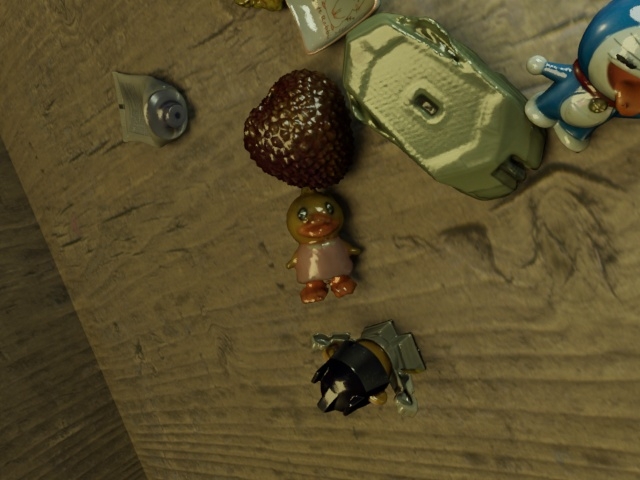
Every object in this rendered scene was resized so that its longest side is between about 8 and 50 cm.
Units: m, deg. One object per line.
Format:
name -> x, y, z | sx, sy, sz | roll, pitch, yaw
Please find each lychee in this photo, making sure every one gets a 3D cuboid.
lychee -> -0.034, -0.233, 1.195 | 0.271, 0.271, 0.271 | 18, 118, 36

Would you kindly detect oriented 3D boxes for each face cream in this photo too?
face cream -> -0.555, -0.406, 1.670 | 0.420, 0.137, 0.234 | 19, 121, 44

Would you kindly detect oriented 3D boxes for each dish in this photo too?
dish -> 0.037, -0.503, 1.116 | 0.212, 0.077, 0.151 | -19, 93, 44

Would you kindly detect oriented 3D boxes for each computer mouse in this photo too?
computer mouse -> 0.227, -0.261, 1.005 | 0.429, 0.145, 0.228 | 41, 124, 2

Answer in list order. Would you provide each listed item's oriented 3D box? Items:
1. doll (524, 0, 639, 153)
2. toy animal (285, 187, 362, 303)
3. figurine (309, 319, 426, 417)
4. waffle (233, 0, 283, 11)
doll -> 0.438, -0.252, 0.810 | 0.215, 0.161, 0.257 | 28, 142, -4
toy animal -> -0.001, -0.003, 1.311 | 0.169, 0.196, 0.281 | -122, 20, -70
figurine -> 0.104, 0.297, 1.253 | 0.309, 0.309, 0.143 | 13, 111, 38
waffle -> -0.136, -0.678, 1.211 | 0.301, 0.058, 0.281 | 24, 122, 31
